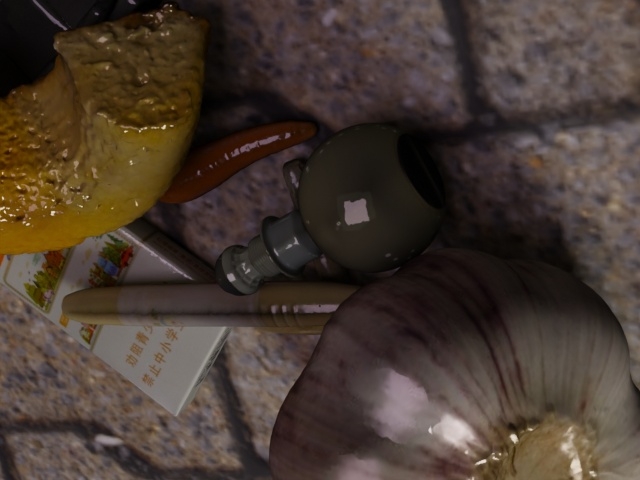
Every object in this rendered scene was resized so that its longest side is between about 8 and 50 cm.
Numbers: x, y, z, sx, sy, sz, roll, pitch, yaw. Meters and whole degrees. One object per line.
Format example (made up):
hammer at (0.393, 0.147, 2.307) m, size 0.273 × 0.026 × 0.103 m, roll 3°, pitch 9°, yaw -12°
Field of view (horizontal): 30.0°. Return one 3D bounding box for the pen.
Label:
pen at (-0.076, 0.047, 0.819) m, size 0.233 × 0.032 × 0.040 m, roll -2°, pitch 133°, yaw 24°

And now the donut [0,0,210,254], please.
donut at (-0.188, -0.057, 0.767) m, size 0.259 × 0.101 × 0.152 m, roll -12°, pitch 149°, yaw -5°

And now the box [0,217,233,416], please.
box at (-0.167, 0.023, 0.886) m, size 0.220 × 0.032 × 0.122 m, roll 35°, pitch 125°, yaw 7°

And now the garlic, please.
garlic at (0.058, 0.117, 0.734) m, size 0.253 × 0.245 × 0.245 m, roll 13°, pitch 124°, yaw 59°

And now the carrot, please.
carrot at (-0.065, -0.053, 0.797) m, size 0.142 × 0.035 × 0.035 m, roll -20°, pitch 103°, yaw 30°

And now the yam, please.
yam at (0.000, 0.000, 0.794) m, size 0.021 × 0.021 × 0.116 m, roll -10°, pitch 109°, yaw 30°

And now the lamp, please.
lamp at (-0.002, -0.008, 0.744) m, size 0.163 × 0.091 × 0.091 m, roll -28°, pitch 98°, yaw 30°

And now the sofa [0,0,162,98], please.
sofa at (-0.179, -0.146, 0.793) m, size 0.085 × 0.060 × 0.147 m, roll 50°, pitch 125°, yaw -1°
